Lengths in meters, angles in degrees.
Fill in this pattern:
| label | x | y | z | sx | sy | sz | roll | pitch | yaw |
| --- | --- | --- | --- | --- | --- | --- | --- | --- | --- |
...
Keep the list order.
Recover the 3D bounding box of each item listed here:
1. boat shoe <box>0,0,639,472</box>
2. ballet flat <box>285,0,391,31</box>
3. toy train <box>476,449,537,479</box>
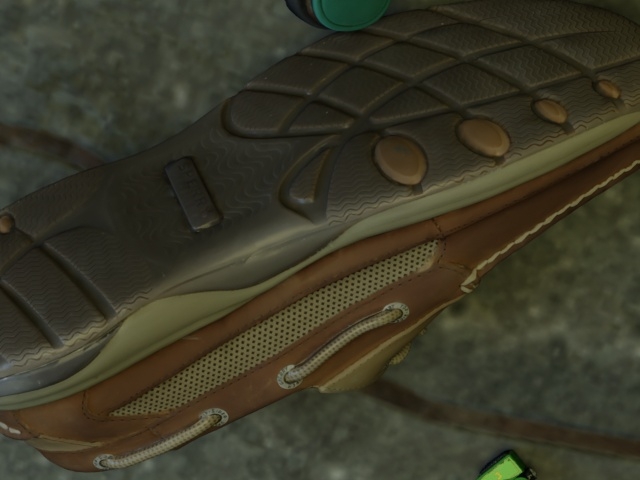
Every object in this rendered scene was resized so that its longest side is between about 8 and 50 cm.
| label | x | y | z | sx | sy | sz | roll | pitch | yaw |
| --- | --- | --- | --- | --- | --- | --- | --- | --- | --- |
| boat shoe | 0.000 | 0.000 | 0.671 | 0.324 | 0.123 | 0.116 | -22 | 133 | 2 |
| ballet flat | 0.017 | -0.182 | 0.624 | 0.074 | 0.074 | 0.203 | 18 | 123 | 2 |
| toy train | 0.063 | 0.127 | 0.729 | 0.083 | 0.017 | 0.023 | -40 | 86 | 12 |
